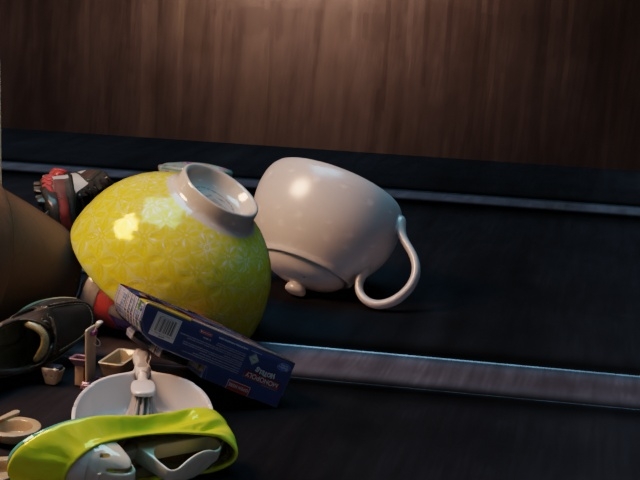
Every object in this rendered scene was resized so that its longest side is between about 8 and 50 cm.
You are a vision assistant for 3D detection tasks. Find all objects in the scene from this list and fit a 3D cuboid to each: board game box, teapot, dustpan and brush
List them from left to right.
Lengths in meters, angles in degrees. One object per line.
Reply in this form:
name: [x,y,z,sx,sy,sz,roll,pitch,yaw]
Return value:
dustpan and brush: [-0.197,0.164,1.376,0.147,0.060,0.211,1,5,-9]
board game box: [-0.154,0.119,1.481,0.194,0.060,0.194,25,-4,-21]
teapot: [0.000,0.000,1.937,0.252,0.187,0.256,27,-15,-21]

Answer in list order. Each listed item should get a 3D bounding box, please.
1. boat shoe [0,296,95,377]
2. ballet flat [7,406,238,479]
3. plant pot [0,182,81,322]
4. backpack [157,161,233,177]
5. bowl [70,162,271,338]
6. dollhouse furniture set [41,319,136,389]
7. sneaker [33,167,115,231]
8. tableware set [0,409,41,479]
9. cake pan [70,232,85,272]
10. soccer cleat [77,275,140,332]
boat shoe: [-0.347,0.121,1.478,0.073,0.080,0.223,-7,9,41]
ballet flat: [-0.177,0.205,1.180,0.231,0.077,0.077,-4,30,-38]
plant pot: [-0.441,0.028,1.608,0.263,0.263,0.229,11,-3,34]
backpack: [-0.226,-0.071,2.298,0.165,0.145,0.188,4,14,-24]
bowl: [-0.171,-0.008,1.673,0.289,0.156,0.289,30,22,-14]
dollhouse furniture set: [-0.270,0.124,1.502,0.091,0.081,0.114,6,12,14]
sneaker: [-0.401,-0.066,2.063,0.135,0.098,0.276,-1,11,-5]
tableware set: [-0.311,0.209,1.238,0.168,0.020,0.141,10,14,33]
cake pan: [-0.403,-0.003,2.142,0.293,0.054,0.293,2,12,0]
soccer cleat: [-0.228,0.066,1.786,0.116,0.109,0.318,26,17,13]
